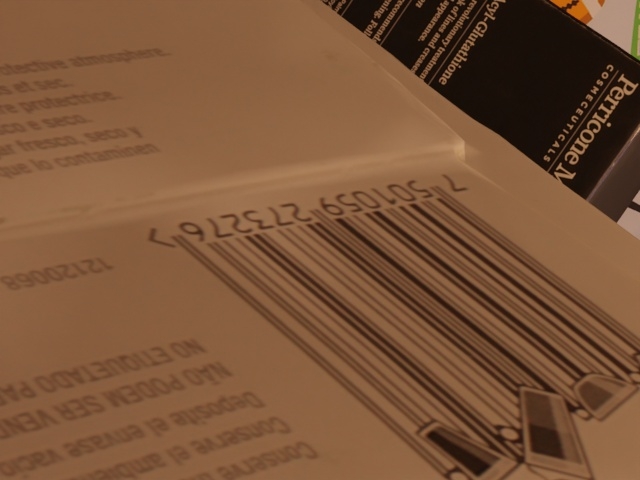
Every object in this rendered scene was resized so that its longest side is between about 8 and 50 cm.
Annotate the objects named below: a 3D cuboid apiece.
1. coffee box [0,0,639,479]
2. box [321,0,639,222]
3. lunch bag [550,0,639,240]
[{"bbox_3d":[-0.129,0.118,0.490,0.337,0.338,0.334,-11,131,-43],"label":"coffee box"},{"bbox_3d":[0.000,0.000,0.791,0.261,0.184,0.103,-55,163,6],"label":"box"},{"bbox_3d":[0.196,-0.140,1.352,0.385,0.239,0.328,-20,140,-41],"label":"lunch bag"}]
